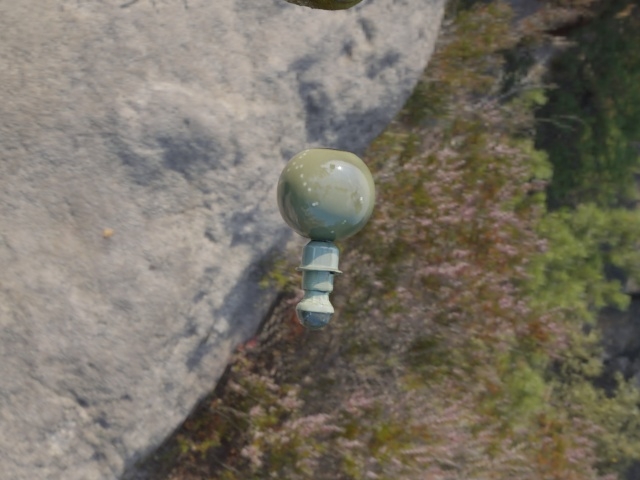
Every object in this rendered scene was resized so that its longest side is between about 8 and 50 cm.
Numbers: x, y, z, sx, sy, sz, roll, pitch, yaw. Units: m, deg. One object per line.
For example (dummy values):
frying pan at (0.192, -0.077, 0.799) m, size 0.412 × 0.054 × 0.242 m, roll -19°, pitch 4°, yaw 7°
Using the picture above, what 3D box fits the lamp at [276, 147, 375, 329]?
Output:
lamp at (0.000, 0.000, 0.907) m, size 0.091 × 0.091 × 0.163 m, roll 10°, pitch 85°, yaw -37°

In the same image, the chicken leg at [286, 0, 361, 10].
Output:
chicken leg at (-0.031, -0.271, 0.966) m, size 0.070 × 0.178 × 0.093 m, roll -69°, pitch 161°, yaw -54°
